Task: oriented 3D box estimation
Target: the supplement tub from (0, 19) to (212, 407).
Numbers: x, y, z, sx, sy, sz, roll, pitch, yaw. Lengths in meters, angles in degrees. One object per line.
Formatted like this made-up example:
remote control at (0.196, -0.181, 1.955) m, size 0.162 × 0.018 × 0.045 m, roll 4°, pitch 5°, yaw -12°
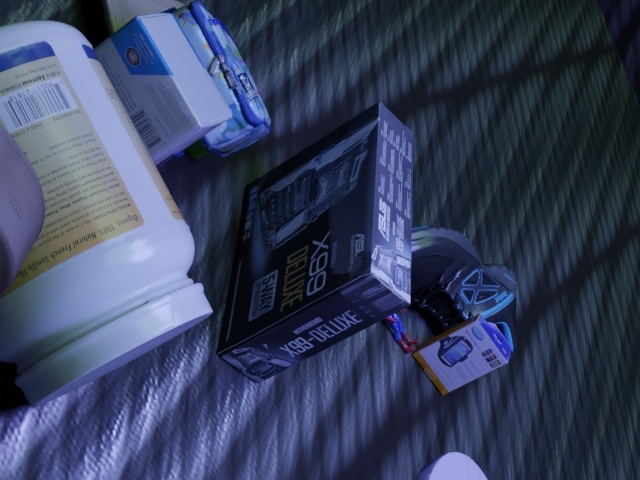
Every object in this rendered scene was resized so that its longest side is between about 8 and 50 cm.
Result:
supplement tub at (-0.260, -0.024, 1.130) m, size 0.228 × 0.228 × 0.316 m, roll -22°, pitch 83°, yaw -59°

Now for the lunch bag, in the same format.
lunch bag at (-0.133, -0.198, 1.450) m, size 0.176 × 0.090 × 0.219 m, roll 62°, pitch 3°, yaw 2°

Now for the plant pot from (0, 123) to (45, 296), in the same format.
plant pot at (-0.399, 0.034, 0.846) m, size 0.323 × 0.323 × 0.280 m, roll 38°, pitch 53°, yaw -32°

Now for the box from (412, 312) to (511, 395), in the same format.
box at (0.214, 0.165, 1.747) m, size 0.081 × 0.136 × 0.028 m, roll 54°, pitch 26°, yaw -10°

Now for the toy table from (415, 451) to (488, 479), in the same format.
toy table at (0.112, 0.390, 1.385) m, size 0.252 × 0.161 × 0.274 m, roll 49°, pitch 31°, yaw -16°

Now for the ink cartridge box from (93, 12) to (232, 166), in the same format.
ink cartridge box at (-0.218, -0.147, 1.333) m, size 0.139 × 0.191 × 0.082 m, roll 60°, pitch 29°, yaw 0°

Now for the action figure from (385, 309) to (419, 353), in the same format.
action figure at (0.105, 0.112, 1.744) m, size 0.115 × 0.030 × 0.038 m, roll 51°, pitch 37°, yaw -10°

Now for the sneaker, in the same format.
sneaker at (0.206, 0.080, 1.824) m, size 0.341 × 0.125 × 0.139 m, roll 23°, pitch 51°, yaw -42°

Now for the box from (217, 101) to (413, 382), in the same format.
box at (0.000, 0.000, 1.476) m, size 0.076 × 0.242 × 0.307 m, roll 40°, pitch 36°, yaw -30°

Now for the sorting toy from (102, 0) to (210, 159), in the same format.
sorting toy at (-0.226, -0.254, 1.557) m, size 0.196 × 0.047 × 0.347 m, roll 18°, pitch 52°, yaw -57°
